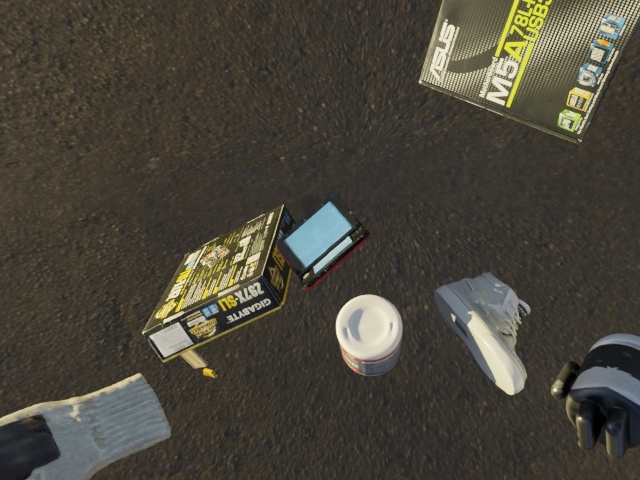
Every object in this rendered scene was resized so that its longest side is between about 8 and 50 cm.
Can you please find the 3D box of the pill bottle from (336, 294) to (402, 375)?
[{"bbox_3d":[0.085,0.171,1.174,0.107,0.180,0.108,-2,65,5],"label":"pill bottle"}]

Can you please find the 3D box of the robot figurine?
[{"bbox_3d":[0.620,0.320,1.444,0.209,0.278,0.174,38,139,9],"label":"robot figurine"}]

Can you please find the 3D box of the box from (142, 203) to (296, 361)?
[{"bbox_3d":[-0.178,0.071,1.337,0.257,0.322,0.079,-28,110,15],"label":"box"}]

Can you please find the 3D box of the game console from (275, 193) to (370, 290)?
[{"bbox_3d":[0.000,0.000,1.163,0.144,0.124,0.085,-41,98,3],"label":"game console"}]

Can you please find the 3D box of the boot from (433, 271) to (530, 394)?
[{"bbox_3d":[0.298,0.137,1.148,0.123,0.258,0.095,-23,127,-7],"label":"boot"}]

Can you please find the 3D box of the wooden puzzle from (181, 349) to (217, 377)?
[{"bbox_3d":[-0.250,0.221,1.338,0.116,0.078,0.014,49,61,-14],"label":"wooden puzzle"}]

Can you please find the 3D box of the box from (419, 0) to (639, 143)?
[{"bbox_3d":[0.210,-0.215,0.683,0.184,0.045,0.191,25,129,13],"label":"box"}]

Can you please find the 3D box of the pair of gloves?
[{"bbox_3d":[-0.208,0.239,0.584,0.204,0.042,0.240,-15,58,-22],"label":"pair of gloves"}]
